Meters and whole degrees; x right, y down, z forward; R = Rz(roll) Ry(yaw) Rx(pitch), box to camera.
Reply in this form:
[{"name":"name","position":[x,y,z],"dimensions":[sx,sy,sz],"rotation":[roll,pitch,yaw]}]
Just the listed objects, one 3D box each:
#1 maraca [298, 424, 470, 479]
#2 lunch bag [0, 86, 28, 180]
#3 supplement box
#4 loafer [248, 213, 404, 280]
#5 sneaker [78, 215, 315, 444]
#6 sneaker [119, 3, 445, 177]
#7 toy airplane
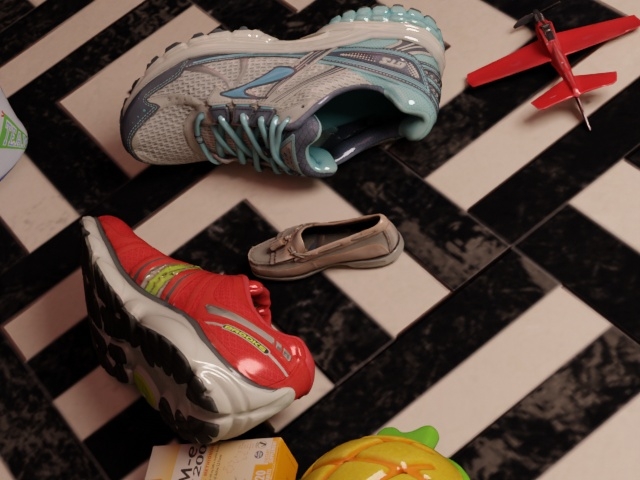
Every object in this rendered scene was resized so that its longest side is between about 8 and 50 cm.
[{"name":"maraca","position":[0.032,0.166,0.884],"dimensions":[0.127,0.099,0.186],"rotation":[-21,18,3]},{"name":"lunch bag","position":[-0.437,-0.093,1.344],"dimensions":[0.303,0.115,0.243],"rotation":[16,56,35]},{"name":"supplement box","position":[-0.070,0.171,0.967],"dimensions":[0.098,0.036,0.062],"rotation":[-8,46,20]},{"name":"loafer","position":[0.000,0.000,1.092],"dimensions":[0.125,0.039,0.045],"rotation":[-7,47,19]},{"name":"sneaker","position":[-0.097,0.059,1.061],"dimensions":[0.118,0.107,0.279],"rotation":[-17,34,-26]},{"name":"sneaker","position":[-0.036,-0.106,1.163],"dimensions":[0.283,0.110,0.122],"rotation":[-14,48,13]},{"name":"toy airplane","position":[0.190,-0.143,1.145],"dimensions":[0.151,0.028,0.151],"rotation":[-13,45,13]}]
